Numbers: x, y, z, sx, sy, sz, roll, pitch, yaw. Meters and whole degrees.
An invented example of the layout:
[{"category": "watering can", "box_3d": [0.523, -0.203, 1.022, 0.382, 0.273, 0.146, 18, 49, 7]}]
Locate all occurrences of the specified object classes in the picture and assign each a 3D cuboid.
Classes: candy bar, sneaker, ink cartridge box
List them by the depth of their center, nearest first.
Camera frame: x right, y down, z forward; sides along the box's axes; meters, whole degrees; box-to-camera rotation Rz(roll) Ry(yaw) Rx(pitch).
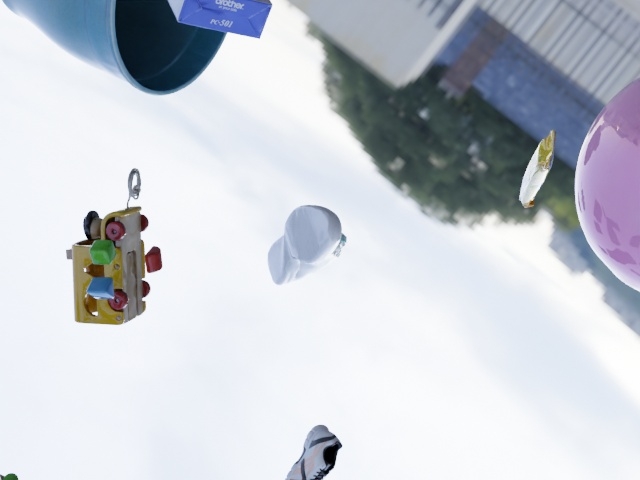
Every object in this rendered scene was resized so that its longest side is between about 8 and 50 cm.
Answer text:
[{"category": "candy bar", "box_3d": [0.223, -0.071, 1.424, 0.018, 0.040, 0.161, 10, 166, 3]}, {"category": "ink cartridge box", "box_3d": [-0.129, -0.296, 1.528, 0.097, 0.046, 0.207, 8, -149, -26]}, {"category": "sneaker", "box_3d": [-0.009, 0.279, 1.679, 0.040, 0.109, 0.044, 18, -175, -43]}, {"category": "sneaker", "box_3d": [0.000, 0.000, 1.898, 0.094, 0.212, 0.080, -8, -104, -23]}]

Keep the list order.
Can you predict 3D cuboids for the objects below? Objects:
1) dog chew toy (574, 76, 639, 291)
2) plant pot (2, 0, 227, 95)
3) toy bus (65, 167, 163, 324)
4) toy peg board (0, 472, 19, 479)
[{"category": "dog chew toy", "box_3d": [0.338, 0.007, 1.076, 0.207, 0.206, 0.331, 27, -154, -41]}, {"category": "plant pot", "box_3d": [-0.288, -0.357, 1.856, 0.255, 0.271, 0.272, 20, -177, 26]}, {"category": "toy bus", "box_3d": [-0.312, 0.025, 2.002, 0.191, 0.104, 0.202, 73, -156, -51]}, {"category": "toy peg board", "box_3d": [-0.476, 0.356, 1.836, 0.161, 0.079, 0.161, 21, -129, 18]}]
